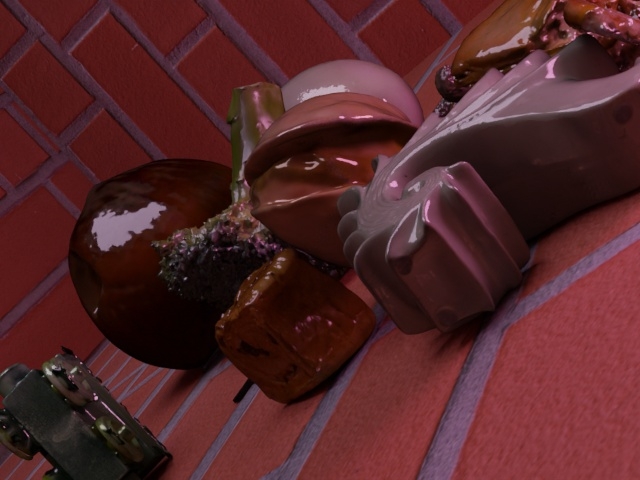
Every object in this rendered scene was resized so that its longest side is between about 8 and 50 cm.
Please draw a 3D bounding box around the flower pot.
[{"bbox_3d":[0.194,-0.067,1.337,0.367,0.164,0.254,-38,18,8],"label":"flower pot"}]

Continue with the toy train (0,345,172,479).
[{"bbox_3d":[-0.356,0.284,1.857,0.159,0.272,0.188,-46,-9,-1],"label":"toy train"}]

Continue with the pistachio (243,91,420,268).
[{"bbox_3d":[0.031,-0.076,1.599,0.238,0.229,0.321,-18,-10,16],"label":"pistachio"}]

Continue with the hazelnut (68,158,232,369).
[{"bbox_3d":[-0.253,0.030,2.399,0.402,0.402,0.429,-35,5,44],"label":"hazelnut"}]

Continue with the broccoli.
[{"bbox_3d":[-0.074,-0.071,2.089,0.397,0.353,0.275,-61,-19,-19],"label":"broccoli"}]

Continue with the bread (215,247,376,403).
[{"bbox_3d":[-0.036,0.104,1.597,0.143,0.158,0.149,-53,13,-31],"label":"bread"}]

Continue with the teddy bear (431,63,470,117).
[{"bbox_3d":[0.229,-0.184,1.941,0.140,0.177,0.190,2,8,-4],"label":"teddy bear"}]

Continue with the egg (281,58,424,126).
[{"bbox_3d":[0.049,-0.196,2.345,0.283,0.283,0.345,-46,19,-25],"label":"egg"}]

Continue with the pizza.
[{"bbox_3d":[0.351,-0.224,1.326,0.185,0.195,0.052,-58,-17,-72],"label":"pizza"}]

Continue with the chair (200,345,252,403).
[{"bbox_3d":[-0.091,0.144,1.925,0.101,0.084,0.212,-42,6,30],"label":"chair"}]

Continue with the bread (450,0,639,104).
[{"bbox_3d":[0.324,-0.246,1.561,0.370,0.191,0.314,-33,12,45],"label":"bread"}]
